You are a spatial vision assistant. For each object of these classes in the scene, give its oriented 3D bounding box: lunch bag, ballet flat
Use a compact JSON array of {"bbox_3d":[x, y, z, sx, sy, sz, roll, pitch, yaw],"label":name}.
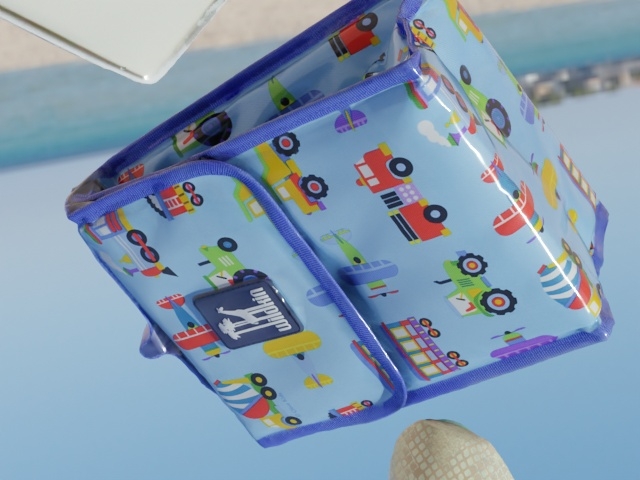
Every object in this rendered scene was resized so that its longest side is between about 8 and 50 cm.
[{"bbox_3d":[0.000,0.000,0.997,0.293,0.221,0.138,-27,-151,25],"label":"lunch bag"},{"bbox_3d":[0.060,0.152,0.625,0.057,0.168,0.052,-8,-163,14],"label":"ballet flat"}]

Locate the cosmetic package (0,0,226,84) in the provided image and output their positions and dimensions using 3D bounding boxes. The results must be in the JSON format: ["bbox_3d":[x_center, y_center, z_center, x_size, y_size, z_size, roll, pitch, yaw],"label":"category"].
[{"bbox_3d":[-0.116,-0.211,0.573,0.153,0.296,0.129,-47,139,15],"label":"cosmetic package"}]
